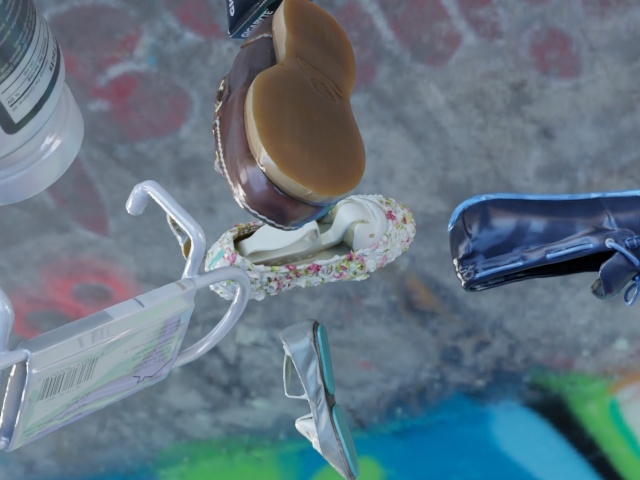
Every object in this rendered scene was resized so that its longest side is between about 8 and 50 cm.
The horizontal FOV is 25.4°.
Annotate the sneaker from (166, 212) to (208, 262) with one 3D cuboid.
[{"bbox_3d":[-0.156,-0.010,1.666,0.032,0.037,0.083,-26,122,-9],"label":"sneaker"}]

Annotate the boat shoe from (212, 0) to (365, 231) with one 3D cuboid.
[{"bbox_3d":[-0.022,-0.057,0.744,0.073,0.207,0.073,39,114,-15],"label":"boat shoe"}]

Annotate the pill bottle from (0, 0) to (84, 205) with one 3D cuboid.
[{"bbox_3d":[-0.392,-0.204,1.476,0.210,0.210,0.363,0,147,15],"label":"pill bottle"}]

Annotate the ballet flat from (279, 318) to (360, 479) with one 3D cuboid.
[{"bbox_3d":[-0.006,0.207,1.803,0.068,0.213,0.072,-15,173,11],"label":"ballet flat"}]

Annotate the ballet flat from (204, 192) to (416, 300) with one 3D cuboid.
[{"bbox_3d":[0.000,0.000,1.403,0.241,0.091,0.077,-19,154,-26],"label":"ballet flat"}]

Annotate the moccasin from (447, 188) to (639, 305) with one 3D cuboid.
[{"bbox_3d":[0.316,0.017,1.603,0.342,0.117,0.138,-2,158,7],"label":"moccasin"}]

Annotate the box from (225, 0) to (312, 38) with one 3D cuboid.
[{"bbox_3d":[-0.041,-0.319,1.308,0.051,0.220,0.175,1,164,-27],"label":"box"}]

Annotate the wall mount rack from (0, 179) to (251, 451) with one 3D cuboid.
[{"bbox_3d":[-0.235,0.105,1.229,0.130,0.350,0.304,43,131,24],"label":"wall mount rack"}]
